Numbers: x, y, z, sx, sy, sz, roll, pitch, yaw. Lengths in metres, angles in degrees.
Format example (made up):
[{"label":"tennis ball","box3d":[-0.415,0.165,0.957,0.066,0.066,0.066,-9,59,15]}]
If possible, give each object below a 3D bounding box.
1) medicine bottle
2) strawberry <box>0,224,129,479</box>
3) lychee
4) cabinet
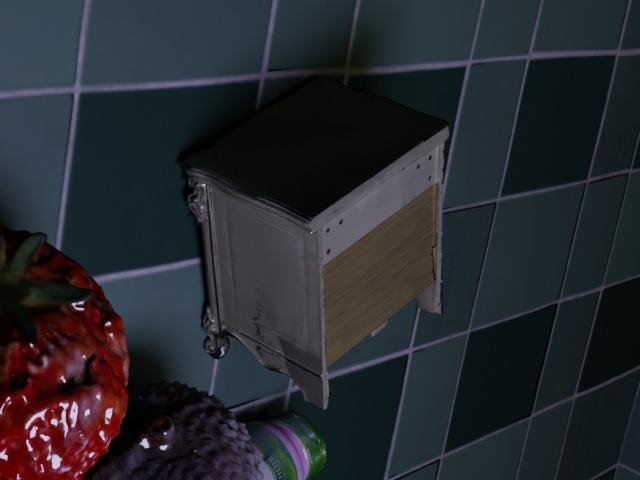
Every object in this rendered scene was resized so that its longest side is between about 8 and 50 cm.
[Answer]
[{"label":"medicine bottle","box3d":[-0.116,0.341,2.010,0.274,0.133,0.133,-27,129,-45]},{"label":"strawberry","box3d":[-0.327,0.165,1.505,0.292,0.292,0.310,-48,136,-26]},{"label":"lychee","box3d":[-0.207,0.320,1.746,0.300,0.300,0.300,-30,131,-41]},{"label":"cabinet","box3d":[0.000,0.000,1.897,0.290,0.227,0.318,-37,138,-37]}]
